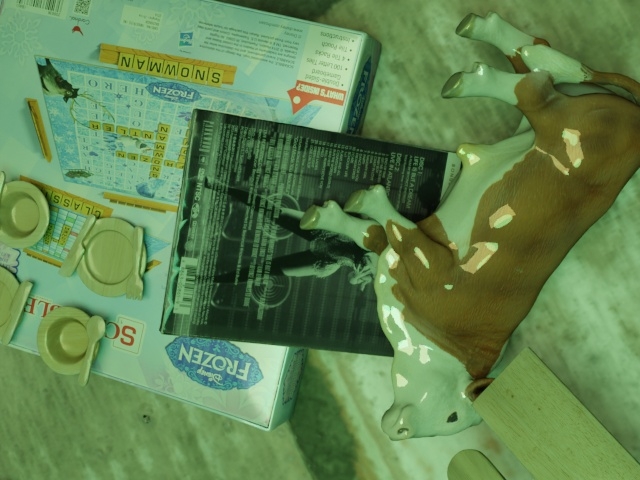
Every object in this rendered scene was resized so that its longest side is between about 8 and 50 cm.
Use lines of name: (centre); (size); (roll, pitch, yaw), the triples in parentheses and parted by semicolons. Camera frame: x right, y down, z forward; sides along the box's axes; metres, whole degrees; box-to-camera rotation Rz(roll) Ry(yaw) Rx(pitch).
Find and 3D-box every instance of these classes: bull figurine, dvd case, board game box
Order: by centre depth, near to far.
bull figurine: (0.109, -0.008, 0.781); (0.188, 0.101, 0.310); (38, 89, -19)
dvd case: (0.000, 0.000, 0.813); (0.221, 0.018, 0.165); (8, 95, -18)
board game box: (-0.140, -0.043, 0.893); (0.318, 0.066, 0.318); (16, 95, 16)

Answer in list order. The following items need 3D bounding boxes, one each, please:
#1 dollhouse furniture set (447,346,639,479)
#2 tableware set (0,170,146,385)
dollhouse furniture set: (0.167, 0.180, 0.780); (0.144, 0.151, 0.123); (-49, 57, 12)
tableware set: (-0.221, 0.032, 0.873); (0.168, 0.020, 0.141); (21, 97, 15)
